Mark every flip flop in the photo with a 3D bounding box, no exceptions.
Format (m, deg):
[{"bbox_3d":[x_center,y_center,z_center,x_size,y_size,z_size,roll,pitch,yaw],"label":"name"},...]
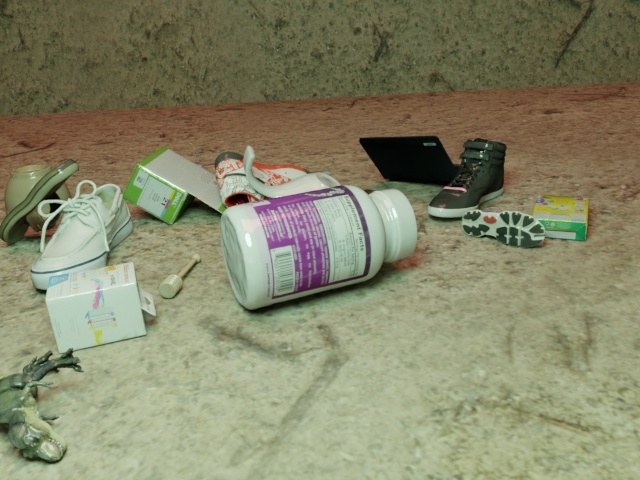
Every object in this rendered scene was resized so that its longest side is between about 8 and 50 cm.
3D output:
[{"bbox_3d":[-0.580,-0.067,1.228,0.277,0.080,0.112,-35,21,27],"label":"flip flop"}]

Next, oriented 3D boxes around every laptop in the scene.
[{"bbox_3d":[0.272,-0.221,1.486,0.234,0.137,0.264,8,24,43],"label":"laptop"}]

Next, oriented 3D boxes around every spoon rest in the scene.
[{"bbox_3d":[-0.054,-0.124,1.325,0.276,0.084,0.137,20,27,-26],"label":"spoon rest"}]

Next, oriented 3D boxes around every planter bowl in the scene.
[{"bbox_3d":[-0.730,-0.134,1.500,0.162,0.109,0.162,-3,21,1],"label":"planter bowl"}]

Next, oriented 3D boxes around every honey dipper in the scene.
[{"bbox_3d":[-0.249,0.057,1.055,0.030,0.030,0.161,-1,20,7],"label":"honey dipper"}]

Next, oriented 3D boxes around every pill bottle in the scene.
[{"bbox_3d":[0.000,0.000,0.967,0.301,0.169,0.169,-12,23,-21],"label":"pill bottle"}]

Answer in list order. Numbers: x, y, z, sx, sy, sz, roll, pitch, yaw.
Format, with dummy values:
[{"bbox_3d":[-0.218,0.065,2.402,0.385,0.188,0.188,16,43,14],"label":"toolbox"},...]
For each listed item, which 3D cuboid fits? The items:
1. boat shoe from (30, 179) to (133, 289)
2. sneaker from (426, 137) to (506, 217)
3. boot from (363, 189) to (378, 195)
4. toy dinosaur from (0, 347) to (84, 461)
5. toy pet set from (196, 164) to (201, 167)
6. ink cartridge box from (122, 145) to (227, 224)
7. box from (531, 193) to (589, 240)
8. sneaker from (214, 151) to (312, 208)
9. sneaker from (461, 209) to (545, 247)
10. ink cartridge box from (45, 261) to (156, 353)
[{"bbox_3d":[-0.467,-0.039,1.156,0.135,0.156,0.367,-2,21,4],"label":"boat shoe"},{"bbox_3d":[0.327,-0.148,1.313,0.104,0.147,0.295,15,29,38],"label":"sneaker"},{"bbox_3d":[0.135,-0.094,1.367,0.106,0.037,0.114,4,18,14],"label":"boot"},{"bbox_3d":[-0.371,0.181,0.729,0.268,0.064,0.118,10,32,39],"label":"toy dinosaur"},{"bbox_3d":[-0.374,-0.164,1.574,0.114,0.065,0.122,-8,23,-10],"label":"toy pet set"},{"bbox_3d":[-0.312,-0.105,1.403,0.255,0.097,0.189,30,21,-7],"label":"ink cartridge box"},{"bbox_3d":[0.490,-0.054,1.195,0.105,0.043,0.179,6,26,24],"label":"box"},{"bbox_3d":[-0.122,-0.115,1.403,0.270,0.090,0.145,11,48,-31],"label":"sneaker"},{"bbox_3d":[0.361,-0.035,1.139,0.071,0.068,0.170,-15,23,-40],"label":"sneaker"},{"bbox_3d":[-0.327,0.096,0.886,0.143,0.090,0.092,-11,23,-17],"label":"ink cartridge box"}]
